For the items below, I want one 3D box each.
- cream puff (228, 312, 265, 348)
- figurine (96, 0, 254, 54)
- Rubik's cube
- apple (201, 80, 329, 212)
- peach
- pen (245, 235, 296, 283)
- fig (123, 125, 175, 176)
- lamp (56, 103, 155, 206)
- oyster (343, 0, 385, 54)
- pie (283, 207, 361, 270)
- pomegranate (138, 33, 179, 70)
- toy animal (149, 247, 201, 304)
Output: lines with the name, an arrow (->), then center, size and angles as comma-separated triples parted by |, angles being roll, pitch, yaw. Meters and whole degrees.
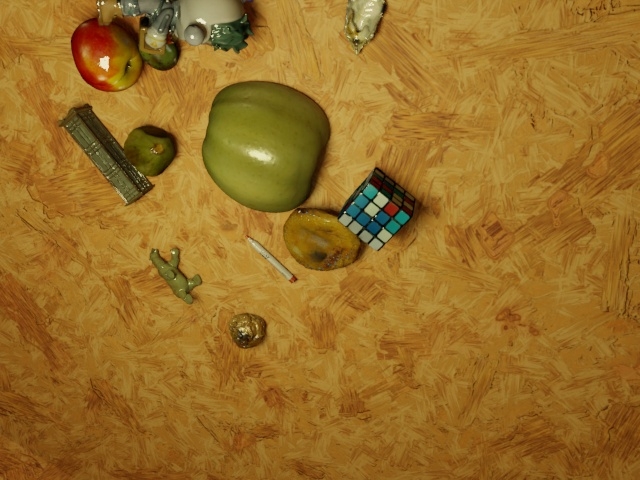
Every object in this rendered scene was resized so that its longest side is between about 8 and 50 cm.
cream puff -> -0.258, 0.310, 1.771 | 0.133, 0.104, 0.119 | 42, 122, -6
figurine -> -0.358, -0.566, 1.302 | 0.383, 0.260, 0.186 | -4, 144, -17
Rubik's cube -> 0.161, -0.091, 1.466 | 0.154, 0.155, 0.151 | 39, 118, -5
apple -> -0.178, -0.266, 1.504 | 0.361, 0.311, 0.319 | 20, 72, 2
peach -> -0.601, -0.515, 1.435 | 0.193, 0.190, 0.190 | 28, 118, 20
pen -> -0.164, 0.060, 1.678 | 0.218, 0.026, 0.026 | 44, 115, -8
fig -> -0.508, -0.274, 1.544 | 0.144, 0.153, 0.166 | 21, 165, -38
lamp -> -0.670, -0.266, 1.614 | 0.089, 0.090, 0.325 | -31, 103, 24
oyster -> 0.114, -0.571, 1.325 | 0.122, 0.045, 0.145 | -18, 101, 23
pie -> 0.001, -0.001, 1.568 | 0.274, 0.069, 0.273 | 17, 140, 15
pomegranate -> -0.438, -0.546, 1.436 | 0.115, 0.114, 0.142 | 40, 86, -6
toy animal -> -0.504, 0.117, 1.755 | 0.101, 0.103, 0.218 | -17, 115, 44
